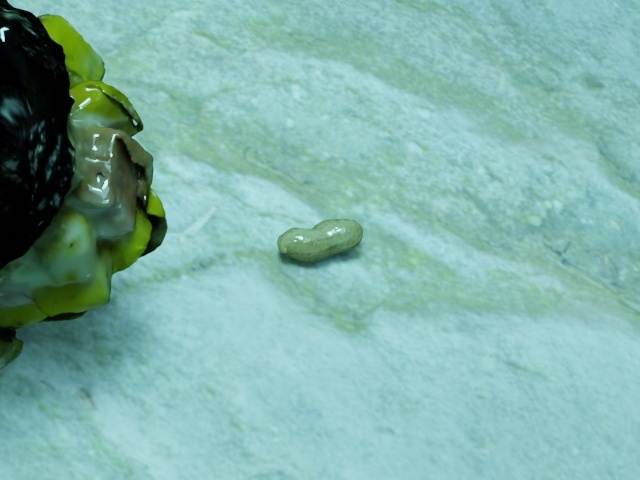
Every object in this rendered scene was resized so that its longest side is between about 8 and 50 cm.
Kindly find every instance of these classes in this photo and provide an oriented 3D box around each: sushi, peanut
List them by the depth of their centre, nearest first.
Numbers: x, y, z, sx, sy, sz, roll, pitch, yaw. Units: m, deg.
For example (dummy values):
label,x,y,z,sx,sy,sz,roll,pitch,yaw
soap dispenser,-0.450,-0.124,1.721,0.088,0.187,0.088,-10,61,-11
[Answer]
label,x,y,z,sx,sy,sz,roll,pitch,yaw
sushi,-0.314,-0.066,1.516,0.328,0.328,0.285,52,20,28
peanut,0.000,0.000,1.721,0.083,0.037,0.037,-10,57,-25
